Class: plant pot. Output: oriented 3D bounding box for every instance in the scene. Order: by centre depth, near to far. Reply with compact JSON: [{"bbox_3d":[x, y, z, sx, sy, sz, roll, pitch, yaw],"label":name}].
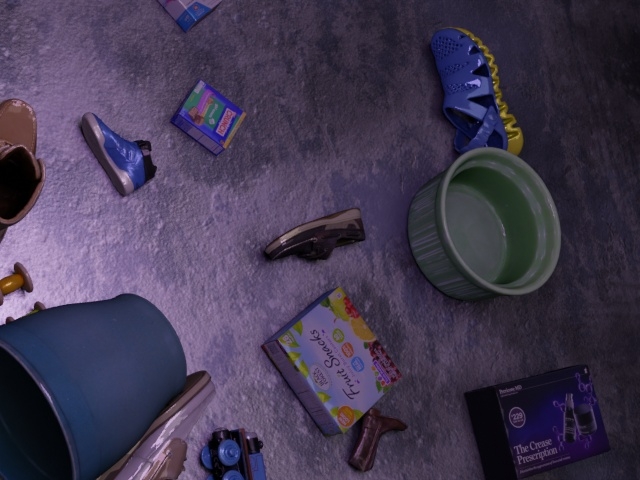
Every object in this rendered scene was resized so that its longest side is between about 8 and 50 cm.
[{"bbox_3d":[-0.347,0.208,1.400,0.255,0.271,0.272,-30,91,-44],"label":"plant pot"}]

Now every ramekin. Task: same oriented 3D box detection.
[{"bbox_3d":[0.323,-0.022,1.929,0.303,0.148,0.303,10,71,-29],"label":"ramekin"}]

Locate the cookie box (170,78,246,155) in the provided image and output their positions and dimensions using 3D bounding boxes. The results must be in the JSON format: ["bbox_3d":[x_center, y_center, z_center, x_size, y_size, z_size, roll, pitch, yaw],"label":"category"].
[{"bbox_3d":[-0.203,-0.224,1.739,0.107,0.040,0.092,36,59,-18],"label":"cookie box"}]

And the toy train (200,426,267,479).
[{"bbox_3d":[-0.131,0.397,1.571,0.105,0.080,0.184,0,73,-40],"label":"toy train"}]

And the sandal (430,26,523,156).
[{"bbox_3d":[0.314,-0.304,2.032,0.138,0.126,0.317,-24,87,-30],"label":"sandal"}]

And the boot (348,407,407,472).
[{"bbox_3d":[0.105,0.374,1.745,0.106,0.037,0.114,26,67,-26],"label":"boot"}]

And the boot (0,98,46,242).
[{"bbox_3d":[-0.469,-0.122,1.447,0.095,0.203,0.262,22,66,-25],"label":"boot"}]

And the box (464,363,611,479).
[{"bbox_3d":[0.435,0.362,1.908,0.261,0.103,0.184,-7,76,-33],"label":"box"}]

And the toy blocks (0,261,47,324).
[{"bbox_3d":[-0.498,0.116,1.448,0.148,0.054,0.123,-28,92,-33],"label":"toy blocks"}]

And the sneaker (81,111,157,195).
[{"bbox_3d":[-0.337,-0.161,1.626,0.084,0.058,0.152,-35,98,-28],"label":"sneaker"}]

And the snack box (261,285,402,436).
[{"bbox_3d":[0.023,0.217,1.720,0.174,0.070,0.207,-37,95,-34],"label":"snack box"}]

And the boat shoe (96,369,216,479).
[{"bbox_3d":[-0.265,0.334,1.495,0.302,0.113,0.103,-45,106,-26],"label":"boat shoe"}]

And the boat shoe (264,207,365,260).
[{"bbox_3d":[0.000,0.000,1.769,0.223,0.080,0.073,-22,82,-39],"label":"boat shoe"}]

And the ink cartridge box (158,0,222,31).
[{"bbox_3d":[-0.255,-0.465,1.777,0.122,0.052,0.088,48,57,-9],"label":"ink cartridge box"}]
